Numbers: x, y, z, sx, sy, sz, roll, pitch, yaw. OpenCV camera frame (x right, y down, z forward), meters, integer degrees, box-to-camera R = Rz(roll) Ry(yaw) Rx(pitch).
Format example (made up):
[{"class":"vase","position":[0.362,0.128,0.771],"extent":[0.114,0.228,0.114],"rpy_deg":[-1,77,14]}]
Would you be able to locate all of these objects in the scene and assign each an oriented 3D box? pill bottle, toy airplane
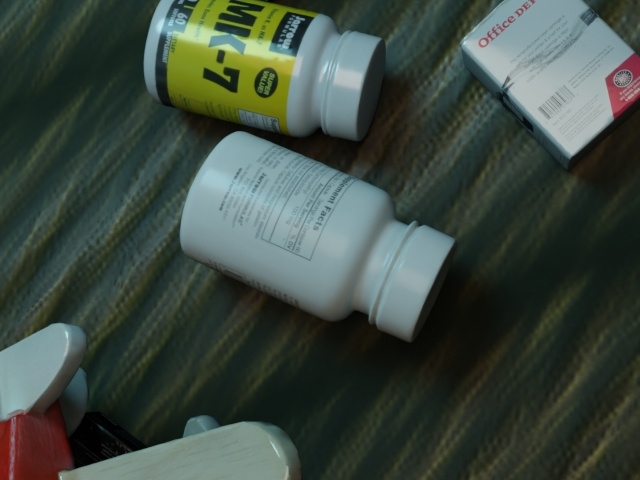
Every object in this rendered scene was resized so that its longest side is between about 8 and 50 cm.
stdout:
[{"class":"pill bottle","position":[-0.050,-0.165,0.960],"extent":[0.209,0.119,0.119],"rpy_deg":[14,85,11]},{"class":"pill bottle","position":[0.000,0.000,0.922],"extent":[0.229,0.131,0.131],"rpy_deg":[24,87,12]},{"class":"toy airplane","position":[-0.221,0.269,0.841],"extent":[0.386,0.272,0.384],"rpy_deg":[21,75,49]}]

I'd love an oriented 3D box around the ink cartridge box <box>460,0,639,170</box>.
[{"class":"ink cartridge box","position":[0.219,-0.159,0.938],"extent":[0.109,0.063,0.150],"rpy_deg":[-42,77,3]}]

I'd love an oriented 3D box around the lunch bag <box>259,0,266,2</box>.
[{"class":"lunch bag","position":[-0.072,-0.424,1.005],"extent":[0.221,0.138,0.293],"rpy_deg":[-36,69,7]}]

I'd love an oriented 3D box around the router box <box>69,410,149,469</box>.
[{"class":"router box","position":[-0.188,0.268,0.964],"extent":[0.179,0.046,0.133],"rpy_deg":[34,90,13]}]
